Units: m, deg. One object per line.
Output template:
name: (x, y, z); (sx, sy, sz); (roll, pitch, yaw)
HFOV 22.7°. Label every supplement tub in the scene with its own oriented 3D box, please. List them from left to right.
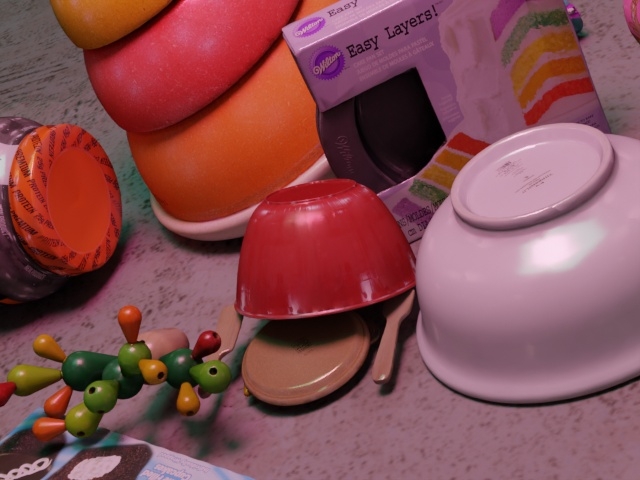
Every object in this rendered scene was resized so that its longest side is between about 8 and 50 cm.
supplement tub: (-0.405, -0.023, 1.778); (0.338, 0.207, 0.207); (-10, 33, 28)

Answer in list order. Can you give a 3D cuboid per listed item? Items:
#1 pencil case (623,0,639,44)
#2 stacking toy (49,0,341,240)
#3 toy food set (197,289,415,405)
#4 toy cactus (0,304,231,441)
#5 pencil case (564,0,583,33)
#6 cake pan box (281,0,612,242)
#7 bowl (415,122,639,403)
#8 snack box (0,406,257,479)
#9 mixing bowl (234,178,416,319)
pencil case: (0.373, -0.138, 1.378); (0.160, 0.167, 0.386); (-47, 25, 25)
stacking toy: (-0.165, -0.262, 1.663); (0.350, 0.480, 0.350); (-28, 35, 22)
toy food set: (-0.010, 0.105, 1.448); (0.192, 0.038, 0.132); (-6, 41, 22)
toy cactus: (-0.174, 0.108, 1.427); (0.219, 0.112, 0.180); (-15, 6, 21)
pencil case: (0.224, -0.213, 1.745); (0.151, 0.064, 0.070); (-45, 10, -30)
cake pan box: (0.121, -0.145, 1.529); (0.267, 0.246, 0.070); (-25, 29, 0)
bowl: (0.200, -0.007, 1.360); (0.298, 0.134, 0.298); (-18, 30, 11)
snack box: (-0.199, 0.246, 1.329); (0.322, 0.060, 0.187); (9, 43, 46)
mixing bowl: (0.000, 0.000, 1.479); (0.181, 0.098, 0.181); (-9, 12, 2)
